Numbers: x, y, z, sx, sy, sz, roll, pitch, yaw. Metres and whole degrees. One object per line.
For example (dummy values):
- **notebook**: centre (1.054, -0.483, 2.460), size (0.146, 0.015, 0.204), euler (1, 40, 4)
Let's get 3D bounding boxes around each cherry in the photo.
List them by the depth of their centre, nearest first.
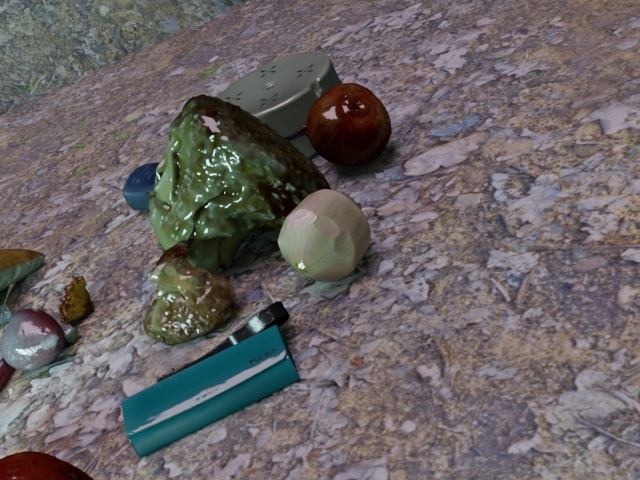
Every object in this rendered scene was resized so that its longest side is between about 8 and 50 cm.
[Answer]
- **cherry**: centre (-0.587, 0.175, 1.834), size (0.148, 0.115, 0.188), euler (-20, 56, 53)

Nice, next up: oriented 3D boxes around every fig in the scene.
- **fig**: centre (0.057, -0.251, 2.000), size (0.205, 0.205, 0.205), euler (-19, 31, 12)

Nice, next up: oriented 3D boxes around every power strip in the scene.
- **power strip**: centre (-0.104, -0.328, 2.249), size (0.357, 0.161, 0.357), euler (-20, 30, 12)

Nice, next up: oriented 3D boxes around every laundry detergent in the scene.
- **laundry detergent**: centre (-0.349, -0.146, 2.212), size (0.290, 0.094, 0.143), euler (-5, 32, 31)

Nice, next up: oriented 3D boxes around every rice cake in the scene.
- **rice cake**: centre (-0.595, 0.193, 1.933), size (0.207, 0.033, 0.033), euler (4, 51, 42)

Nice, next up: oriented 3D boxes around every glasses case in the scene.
- **glasses case**: centre (-0.190, 0.250, 1.514), size (0.301, 0.070, 0.117), euler (-25, 31, -2)

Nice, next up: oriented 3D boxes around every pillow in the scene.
- **pillow**: centre (-0.872, 0.098, 2.154), size (0.310, 0.119, 0.312), euler (-11, 8, 19)

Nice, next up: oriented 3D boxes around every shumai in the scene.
- **shumai**: centre (-0.274, 0.101, 1.732), size (0.209, 0.153, 0.161), euler (-6, 29, 34)
- **shumai**: centre (-0.201, -0.089, 1.852), size (0.348, 0.395, 0.395), euler (-53, 31, 5)

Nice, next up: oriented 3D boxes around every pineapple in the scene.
- **pineapple**: centre (-0.545, 0.139, 1.960), size (0.114, 0.077, 0.114), euler (-16, 60, 54)

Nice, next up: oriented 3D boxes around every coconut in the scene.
- **coconut**: centre (0.000, 0.000, 1.670), size (0.171, 0.171, 0.183), euler (2, 37, 38)

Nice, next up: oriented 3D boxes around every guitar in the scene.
- **guitar**: centre (-0.176, 0.195, 1.596), size (0.271, 0.038, 0.084), euler (-32, -14, 4)

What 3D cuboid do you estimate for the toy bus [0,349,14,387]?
- **toy bus**: centre (-0.702, 0.304, 1.815), size (0.077, 0.065, 0.192), euler (1, 38, 20)

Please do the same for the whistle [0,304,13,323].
- **whistle**: centre (-0.824, 0.190, 2.038), size (0.223, 0.123, 0.123), euler (-19, 28, -17)

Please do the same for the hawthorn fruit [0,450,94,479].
- **hawthorn fruit**: centre (-0.409, 0.446, 1.204), size (0.307, 0.265, 0.265), euler (-49, 34, -4)
